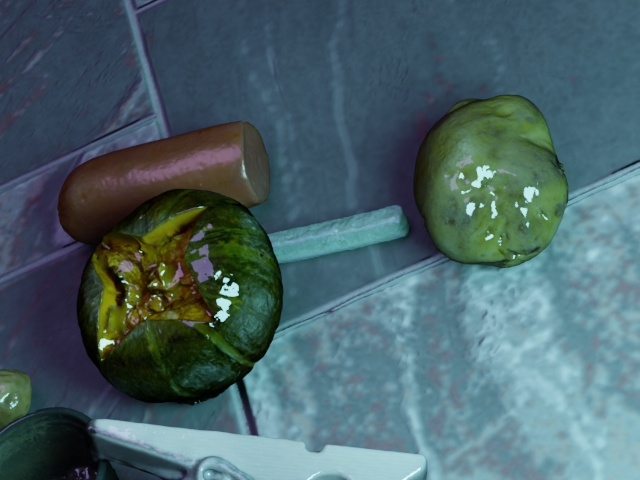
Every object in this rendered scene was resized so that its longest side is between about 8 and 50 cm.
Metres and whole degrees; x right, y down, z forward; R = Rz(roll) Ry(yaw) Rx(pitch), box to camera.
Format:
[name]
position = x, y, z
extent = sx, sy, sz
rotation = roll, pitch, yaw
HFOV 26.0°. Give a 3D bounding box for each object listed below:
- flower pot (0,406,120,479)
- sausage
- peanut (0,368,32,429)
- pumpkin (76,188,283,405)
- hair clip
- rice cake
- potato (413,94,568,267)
[flower pot]
position = -0.271, 0.265, 1.421
extent = 0.157, 0.107, 0.157
rotation = -11, 48, 13
[sausage]
position = -0.193, -0.064, 1.655
extent = 0.259, 0.113, 0.114
rotation = -14, 48, 13
[peanut]
position = -0.399, 0.214, 1.538
extent = 0.089, 0.089, 0.193
rotation = 30, 70, 39
[pumpkin]
position = -0.147, 0.063, 1.493
extent = 0.238, 0.159, 0.238
rotation = -9, 71, 27
[hair clip]
position = -0.066, 0.237, 1.310
extent = 0.330, 0.085, 0.101
rotation = 4, 54, 2
[rice cake]
position = 0.000, -0.001, 1.562
extent = 0.207, 0.033, 0.033
rotation = -12, 39, 17
[potato]
position = 0.177, -0.064, 1.467
extent = 0.154, 0.137, 0.200
rotation = 5, 49, -10
